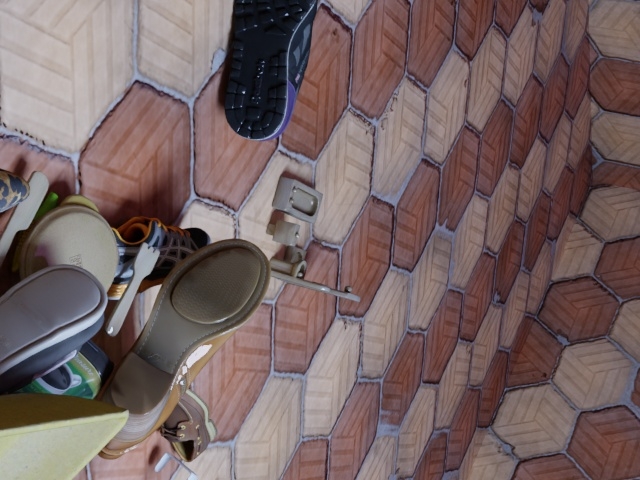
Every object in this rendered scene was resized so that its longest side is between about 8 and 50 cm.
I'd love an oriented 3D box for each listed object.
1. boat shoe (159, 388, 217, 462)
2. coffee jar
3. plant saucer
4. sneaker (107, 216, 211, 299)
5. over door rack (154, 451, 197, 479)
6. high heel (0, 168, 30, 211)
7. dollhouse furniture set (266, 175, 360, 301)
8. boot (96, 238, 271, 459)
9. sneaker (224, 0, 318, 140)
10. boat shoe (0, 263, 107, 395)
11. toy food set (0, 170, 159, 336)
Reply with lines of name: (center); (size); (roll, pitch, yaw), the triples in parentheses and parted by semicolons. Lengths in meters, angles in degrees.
boat shoe: (-0.189, 0.247, 1.502); (0.060, 0.064, 0.178); (-62, 155, -28)
coffee jar: (-0.306, 0.167, 1.171); (0.079, 0.096, 0.184); (-46, -179, 45)
plant saucer: (-0.364, 0.244, 0.955); (0.333, 0.081, 0.332); (-45, 166, 8)
sneaker: (-0.201, 0.009, 1.330); (0.215, 0.084, 0.083); (-23, 118, -59)
over door rack: (-0.205, 0.483, 1.527); (0.324, 0.108, 0.239); (-64, 154, -17)
high heel: (-0.335, -0.117, 0.955); (0.261, 0.093, 0.186); (7, 104, -56)
dollhouse furniture set: (0.000, 0.000, 1.693); (0.144, 0.123, 0.151); (23, 82, -65)
boot: (-0.175, 0.140, 1.333); (0.283, 0.109, 0.220); (-60, -178, -31)
sneaker: (-0.059, -0.275, 1.483); (0.124, 0.107, 0.283); (-16, 122, -78)
boat shoe: (-0.343, 0.126, 1.043); (0.335, 0.112, 0.096); (-26, 151, -45)
toy food set: (-0.274, 0.018, 1.195); (0.192, 0.038, 0.132); (39, 70, -43)
